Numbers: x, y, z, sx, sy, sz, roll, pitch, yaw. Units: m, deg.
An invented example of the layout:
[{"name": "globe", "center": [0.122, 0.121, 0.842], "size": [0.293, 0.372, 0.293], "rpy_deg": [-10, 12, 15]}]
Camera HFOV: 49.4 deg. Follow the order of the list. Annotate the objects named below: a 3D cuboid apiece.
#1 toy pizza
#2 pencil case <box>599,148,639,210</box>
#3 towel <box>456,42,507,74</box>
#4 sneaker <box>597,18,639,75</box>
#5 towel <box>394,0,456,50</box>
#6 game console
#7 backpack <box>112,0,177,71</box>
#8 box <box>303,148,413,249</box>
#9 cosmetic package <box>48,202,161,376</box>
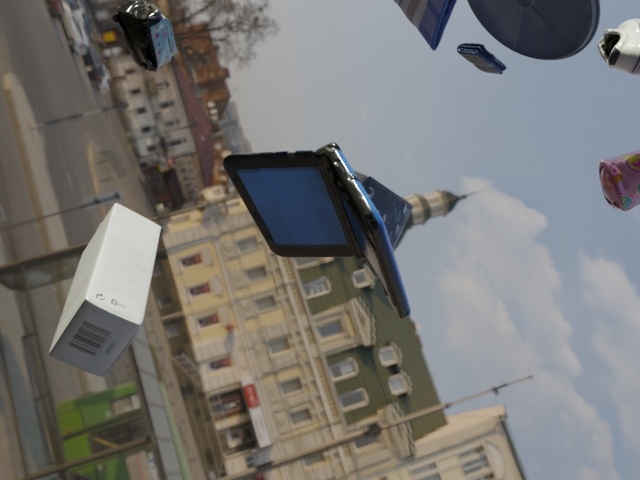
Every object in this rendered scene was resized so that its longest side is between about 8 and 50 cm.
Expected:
[{"name": "toy pizza", "center": [0.267, -0.318, 0.885], "size": [0.201, 0.032, 0.201], "rpy_deg": [39, -17, 15]}, {"name": "pencil case", "center": [0.729, -0.156, 1.439], "size": [0.124, 0.284, 0.124], "rpy_deg": [-19, 90, -82]}, {"name": "towel", "center": [0.360, -0.407, 1.551], "size": [0.067, 0.119, 0.029], "rpy_deg": [22, -86, 45]}, {"name": "sneaker", "center": [0.644, -0.425, 1.483], "size": [0.258, 0.091, 0.094], "rpy_deg": [-64, 172, -60]}, {"name": "towel", "center": [0.171, -0.525, 1.305], "size": [0.285, 0.034, 0.209], "rpy_deg": [62, -24, 28]}, {"name": "game console", "center": [0.000, 0.000, 1.102], "size": [0.250, 0.173, 0.293], "rpy_deg": [63, -1, 37]}, {"name": "backpack", "center": [-0.470, -0.557, 1.910], "size": [0.152, 0.115, 0.182], "rpy_deg": [32, -30, 31]}, {"name": "box", "center": [0.060, -0.068, 1.465], "size": [0.165, 0.143, 0.270], "rpy_deg": [25, 2, 28]}, {"name": "cosmetic package", "center": [-0.293, 0.063, 0.969], "size": [0.117, 0.086, 0.231], "rpy_deg": [-49, -156, 26]}]
